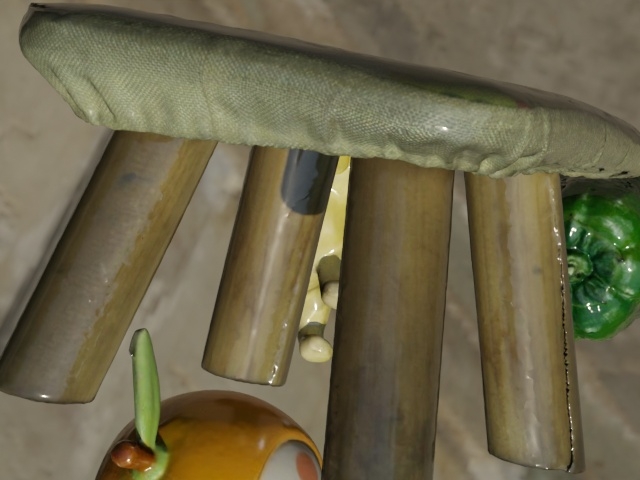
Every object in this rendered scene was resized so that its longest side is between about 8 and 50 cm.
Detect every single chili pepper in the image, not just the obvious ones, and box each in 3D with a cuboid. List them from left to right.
[{"bbox_3d":[0.324,-0.003,2.038,0.167,0.385,0.213,7,103,18],"label":"chili pepper"}]

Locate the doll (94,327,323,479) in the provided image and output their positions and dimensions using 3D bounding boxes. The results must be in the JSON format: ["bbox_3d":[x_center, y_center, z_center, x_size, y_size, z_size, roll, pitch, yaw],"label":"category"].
[{"bbox_3d":[-0.117,0.215,1.618,0.213,0.213,0.236,-5,145,34],"label":"doll"}]

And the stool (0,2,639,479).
[{"bbox_3d":[0.000,0.000,1.080,0.310,0.226,0.310,14,-175,28],"label":"stool"}]

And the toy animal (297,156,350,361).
[{"bbox_3d":[-0.004,-0.005,1.653,0.121,0.168,0.233,20,135,-8],"label":"toy animal"}]
